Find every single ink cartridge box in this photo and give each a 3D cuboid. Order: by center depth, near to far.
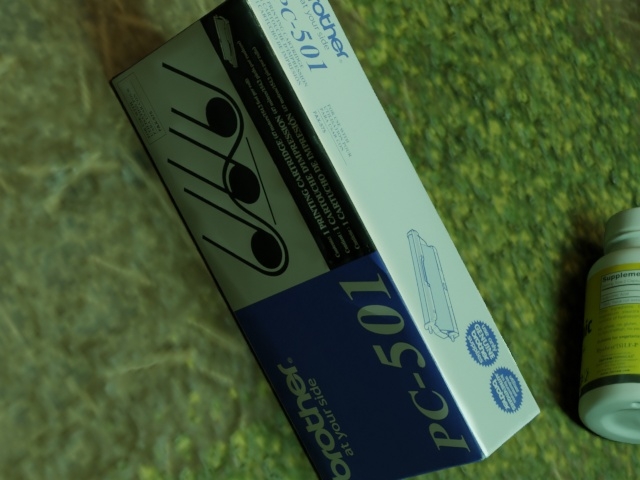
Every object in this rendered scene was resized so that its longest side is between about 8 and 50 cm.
[{"bbox_3d":[0.000,0.000,0.599,0.046,0.097,0.207,-31,95,-44],"label":"ink cartridge box"}]

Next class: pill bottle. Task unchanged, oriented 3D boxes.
[{"bbox_3d":[0.172,0.043,0.755,0.065,0.065,0.116,29,57,-30],"label":"pill bottle"}]
